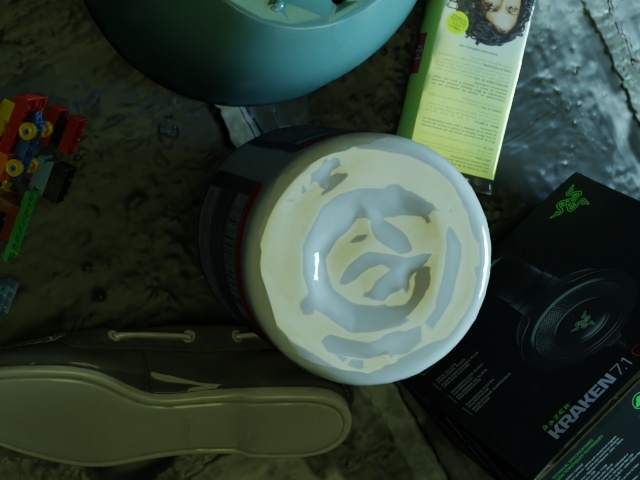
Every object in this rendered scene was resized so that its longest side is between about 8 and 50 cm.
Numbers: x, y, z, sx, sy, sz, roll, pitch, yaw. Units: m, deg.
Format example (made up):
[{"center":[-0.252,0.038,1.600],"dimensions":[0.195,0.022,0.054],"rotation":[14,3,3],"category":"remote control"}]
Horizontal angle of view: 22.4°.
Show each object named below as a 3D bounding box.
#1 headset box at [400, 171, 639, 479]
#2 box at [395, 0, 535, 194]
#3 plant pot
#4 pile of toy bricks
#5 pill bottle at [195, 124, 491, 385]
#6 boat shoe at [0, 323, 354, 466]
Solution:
[{"center":[0.220,0.094,1.328],"dimensions":[0.246,0.283,0.131],"rotation":[-43,118,-6],"category":"headset box"},{"center":[0.127,-0.161,1.390],"dimensions":[0.087,0.058,0.232],"rotation":[11,93,-14],"category":"box"},{"center":[-0.041,-0.250,1.251],"dimensions":[0.293,0.235,0.293],"rotation":[-1,95,-13],"category":"plant pot"},{"center":[-0.280,-0.036,1.293],"dimensions":[0.105,0.118,0.212],"rotation":[28,106,13],"category":"pile of toy bricks"},{"center":[0.000,0.000,1.239],"dimensions":[0.176,0.318,0.176],"rotation":[-1,96,-13],"category":"pill bottle"},{"center":[-0.139,0.120,1.345],"dimensions":[0.335,0.095,0.112],"rotation":[4,130,-10],"category":"boat shoe"}]
